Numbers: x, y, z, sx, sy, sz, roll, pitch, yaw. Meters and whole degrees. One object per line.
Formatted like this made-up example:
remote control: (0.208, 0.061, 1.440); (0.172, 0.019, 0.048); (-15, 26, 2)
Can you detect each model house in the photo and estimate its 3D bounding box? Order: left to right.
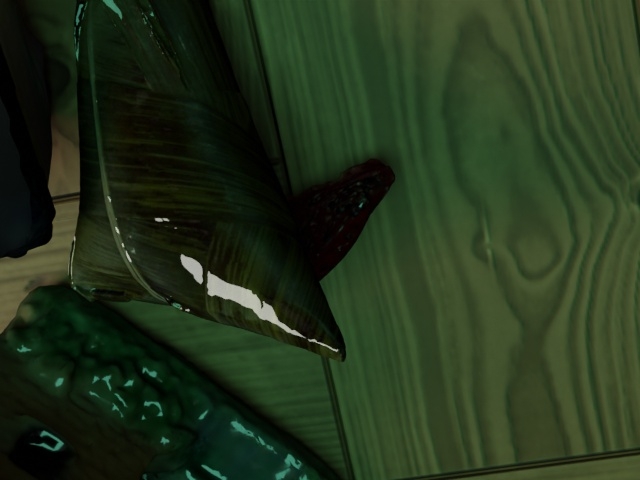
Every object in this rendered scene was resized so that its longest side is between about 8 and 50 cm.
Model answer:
model house: (-0.156, 0.231, 0.887); (0.312, 0.280, 0.245); (37, 107, -5)

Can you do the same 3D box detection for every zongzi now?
zongzi: (-0.062, -0.067, 0.829); (0.241, 0.111, 0.247); (14, 109, 44)

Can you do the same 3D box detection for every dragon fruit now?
dragon fruit: (0.001, 0.003, 0.915); (0.131, 0.097, 0.063); (-46, 123, -6)

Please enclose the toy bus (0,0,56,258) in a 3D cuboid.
toy bus: (-0.363, -0.067, 0.863); (0.386, 0.162, 0.171); (-8, 121, 3)
